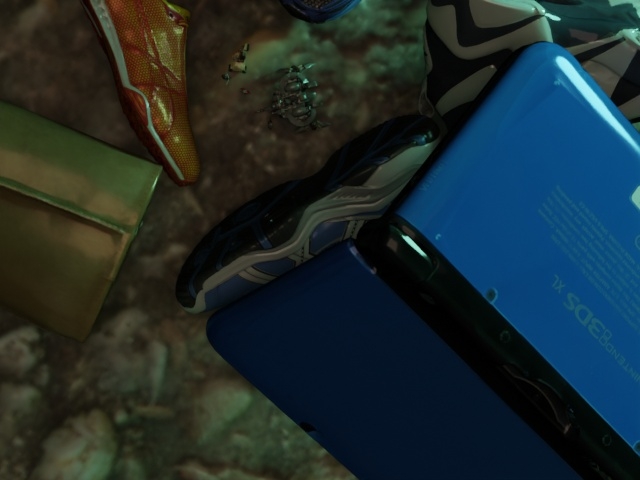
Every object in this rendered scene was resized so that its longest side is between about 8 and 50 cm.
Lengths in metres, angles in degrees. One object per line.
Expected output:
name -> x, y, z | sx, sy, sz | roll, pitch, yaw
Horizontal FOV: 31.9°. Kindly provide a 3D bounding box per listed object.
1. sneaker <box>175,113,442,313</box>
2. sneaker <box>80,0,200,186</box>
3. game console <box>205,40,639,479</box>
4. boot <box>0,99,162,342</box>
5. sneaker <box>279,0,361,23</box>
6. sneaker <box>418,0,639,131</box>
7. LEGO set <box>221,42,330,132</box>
sneaker -> 0.000, 0.000, 0.758 | 0.211, 0.080, 0.081 | -28, 115, 5
sneaker -> -0.110, -0.121, 0.750 | 0.067, 0.064, 0.175 | -21, 98, -14
game console -> 0.122, 0.061, 0.737 | 0.293, 0.173, 0.250 | 45, 73, -19
boot -> -0.228, -0.092, 0.731 | 0.269, 0.089, 0.236 | 25, 103, -6
sneaker -> 0.036, -0.246, 0.743 | 0.083, 0.087, 0.221 | 29, 90, -6
sneaker -> 0.172, -0.092, 0.746 | 0.235, 0.153, 0.094 | 12, 48, -6
LEGO set -> -0.028, -0.103, 0.777 | 0.083, 0.023, 0.054 | 16, 92, -6
